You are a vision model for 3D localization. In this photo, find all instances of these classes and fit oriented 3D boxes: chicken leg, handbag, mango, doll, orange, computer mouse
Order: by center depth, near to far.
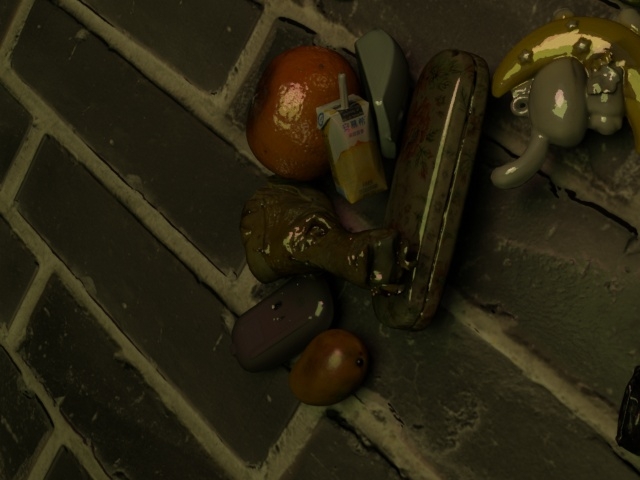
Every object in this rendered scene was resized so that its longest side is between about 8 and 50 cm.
[{"bbox_3d":[0.406,0.221,0.987,0.072,0.139,0.115,17,94,28],"label":"handbag"},{"bbox_3d":[0.350,-0.201,1.093,0.237,0.111,0.252,-4,81,19],"label":"doll"},{"bbox_3d":[0.000,0.000,1.221,0.429,0.201,0.152,19,141,59],"label":"chicken leg"},{"bbox_3d":[0.104,-0.236,1.232,0.079,0.128,0.231,-12,52,7],"label":"computer mouse"},{"bbox_3d":[0.012,0.214,1.294,0.163,0.089,0.111,-57,45,27],"label":"mango"},{"bbox_3d":[-0.033,-0.210,1.300,0.224,0.170,0.224,-46,35,46],"label":"orange"},{"bbox_3d":[-0.063,0.140,1.369,0.232,0.057,0.120,-37,57,27],"label":"computer mouse"}]

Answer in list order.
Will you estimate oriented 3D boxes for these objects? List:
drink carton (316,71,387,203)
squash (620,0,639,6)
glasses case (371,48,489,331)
[{"bbox_3d":[0.041,-0.160,1.181,0.074,0.084,0.200,-130,22,-60],"label":"drink carton"},{"bbox_3d":[0.385,-0.390,1.109,0.258,0.069,0.069,43,109,34],"label":"squash"},{"bbox_3d":[0.161,-0.073,1.192,0.156,0.098,0.425,-160,83,-74],"label":"glasses case"}]
